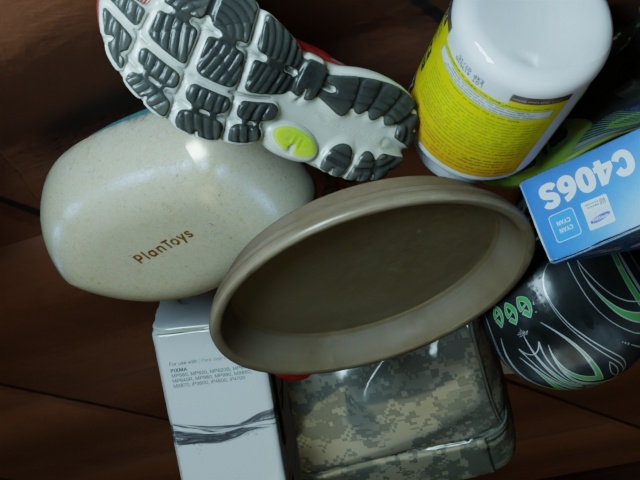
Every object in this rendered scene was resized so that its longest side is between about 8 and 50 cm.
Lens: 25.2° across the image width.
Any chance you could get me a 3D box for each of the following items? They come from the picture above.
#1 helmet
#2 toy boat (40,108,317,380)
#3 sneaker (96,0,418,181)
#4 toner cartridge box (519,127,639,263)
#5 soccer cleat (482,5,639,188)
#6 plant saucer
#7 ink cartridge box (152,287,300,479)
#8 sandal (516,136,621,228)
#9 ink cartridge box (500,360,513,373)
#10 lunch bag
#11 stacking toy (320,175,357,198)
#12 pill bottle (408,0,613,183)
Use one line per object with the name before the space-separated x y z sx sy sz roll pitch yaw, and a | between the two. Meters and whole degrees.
helmet | 0.227 0.059 1.314 0.169 0.161 0.169 -30 -175 3
toy boat | -0.094 -0.008 1.289 0.267 0.148 0.318 -20 134 30
sneaker | -0.058 -0.121 1.066 0.279 0.107 0.118 26 -175 -35
toner cartridge box | 0.326 -0.052 1.238 0.165 0.075 0.348 -27 169 33
soccer cleat | 0.235 -0.109 1.185 0.121 0.093 0.289 5 158 -34
plant saucer | 0.040 0.029 1.176 0.277 0.041 0.278 -13 151 -7
ink cartridge box | -0.096 0.177 1.557 0.114 0.273 0.197 -8 -160 3
sandal | 0.250 -0.030 1.419 0.120 0.086 0.303 -8 160 7
ink cartridge box | 0.287 0.127 1.917 0.104 0.060 0.180 -2 160 -11
lunch bag | 0.080 0.165 1.750 0.305 0.213 0.256 -12 143 10
stacking toy | 0.000 0.000 1.492 0.167 0.052 0.221 -16 159 27
pill bottle | 0.133 -0.120 1.085 0.117 0.117 0.215 -2 160 -11
